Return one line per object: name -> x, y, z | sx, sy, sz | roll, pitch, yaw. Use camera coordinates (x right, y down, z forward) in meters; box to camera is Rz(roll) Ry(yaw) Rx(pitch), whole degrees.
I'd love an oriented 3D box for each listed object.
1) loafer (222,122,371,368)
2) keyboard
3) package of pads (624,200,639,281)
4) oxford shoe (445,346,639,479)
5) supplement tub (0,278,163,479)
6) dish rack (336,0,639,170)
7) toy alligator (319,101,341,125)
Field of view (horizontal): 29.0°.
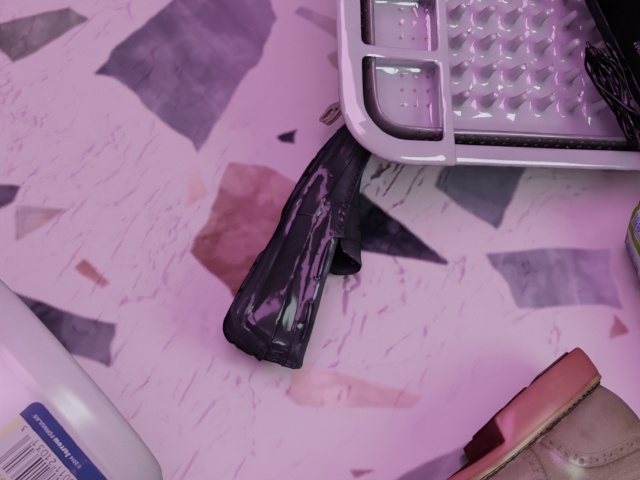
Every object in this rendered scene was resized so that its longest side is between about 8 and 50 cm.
loafer -> 0.000, 0.000, 0.994 | 0.078, 0.076, 0.223 | 29, 68, -3
keyboard -> 0.246, -0.136, 0.985 | 0.100, 0.038, 0.192 | -22, 85, -40
package of pads -> 0.412, 0.046, 0.952 | 0.296, 0.101, 0.229 | -15, 67, -5
oxford shoe -> 0.108, 0.230, 0.869 | 0.348, 0.123, 0.130 | -42, 78, -14
supplement tub -> -0.295, 0.189, 0.825 | 0.325, 0.235, 0.235 | -41, 73, -15
dish rack -> 0.166, -0.191, 1.019 | 0.332, 0.072, 0.286 | 1, 79, -13
toy alligator -> 0.076, -0.148, 1.065 | 0.190, 0.056, 0.051 | -47, 115, -16
